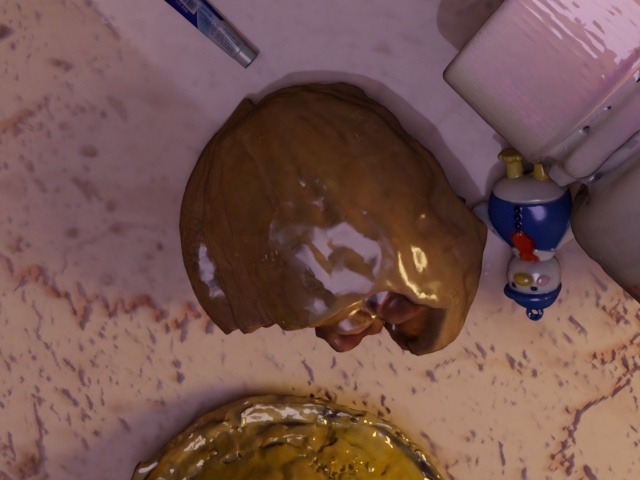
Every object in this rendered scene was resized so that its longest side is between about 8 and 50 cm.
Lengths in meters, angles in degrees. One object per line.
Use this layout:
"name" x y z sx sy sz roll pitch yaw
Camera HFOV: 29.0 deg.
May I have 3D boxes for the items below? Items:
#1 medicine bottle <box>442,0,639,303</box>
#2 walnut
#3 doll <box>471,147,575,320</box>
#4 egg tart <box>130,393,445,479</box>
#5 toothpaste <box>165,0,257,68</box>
"medicine bottle" 0.267 -0.079 0.809 0.325 0.256 0.256 42 107 -2
"walnut" 0.005 -0.010 0.915 0.238 0.141 0.204 5 103 5
"doll" 0.162 -0.003 0.949 0.099 0.057 0.143 9 118 30
"egg tart" -0.023 0.278 1.023 0.315 0.120 0.315 1 107 4
"toothpaste" -0.082 -0.164 0.935 0.083 0.015 0.024 42 108 -4
